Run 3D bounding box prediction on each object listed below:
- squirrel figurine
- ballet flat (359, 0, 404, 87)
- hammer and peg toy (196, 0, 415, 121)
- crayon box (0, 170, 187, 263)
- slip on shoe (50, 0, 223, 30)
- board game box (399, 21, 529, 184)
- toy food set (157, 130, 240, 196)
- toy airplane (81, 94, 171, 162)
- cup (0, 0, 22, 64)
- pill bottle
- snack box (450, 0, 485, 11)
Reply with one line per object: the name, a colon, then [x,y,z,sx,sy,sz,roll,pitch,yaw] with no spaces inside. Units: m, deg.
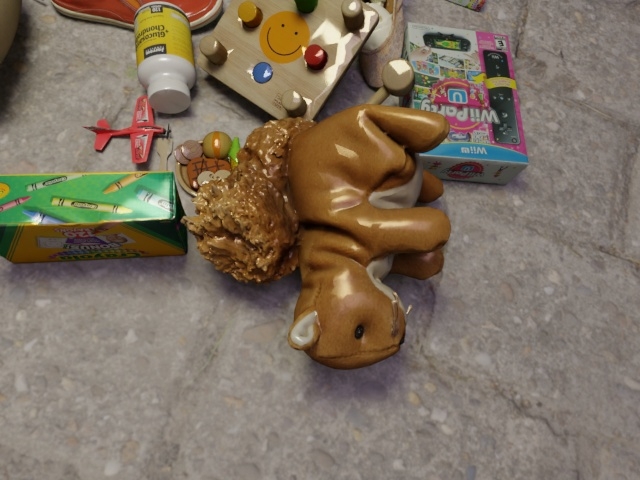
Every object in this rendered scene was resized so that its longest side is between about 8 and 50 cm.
squirrel figurine: [0.000,0.000,0.765,0.396,0.281,0.371,13,79,8]
ballet flat: [0.110,-0.472,0.959,0.107,0.106,0.317,2,87,37]
hammer and peg toy: [-0.023,-0.327,0.866,0.361,0.127,0.266,36,96,7]
crayon box: [-0.355,-0.032,0.735,0.278,0.165,0.081,-3,71,-10]
slip on shoe: [-0.357,-0.482,0.929,0.330,0.101,0.123,4,68,-10]
board game box: [0.274,-0.273,0.963,0.223,0.097,0.304,3,71,-8]
toy food set: [-0.199,-0.138,0.865,0.191,0.038,0.133,0,71,-9]
toy airplane: [-0.346,-0.195,0.867,0.151,0.028,0.151,3,64,-7]
cup: [-0.634,-0.412,0.771,0.330,0.331,0.237,17,44,-3]
pill bottle: [-0.285,-0.334,0.886,0.103,0.103,0.184,-7,72,-12]
snack box: [0.345,-0.615,1.125,0.100,0.037,0.141,18,69,-1]
